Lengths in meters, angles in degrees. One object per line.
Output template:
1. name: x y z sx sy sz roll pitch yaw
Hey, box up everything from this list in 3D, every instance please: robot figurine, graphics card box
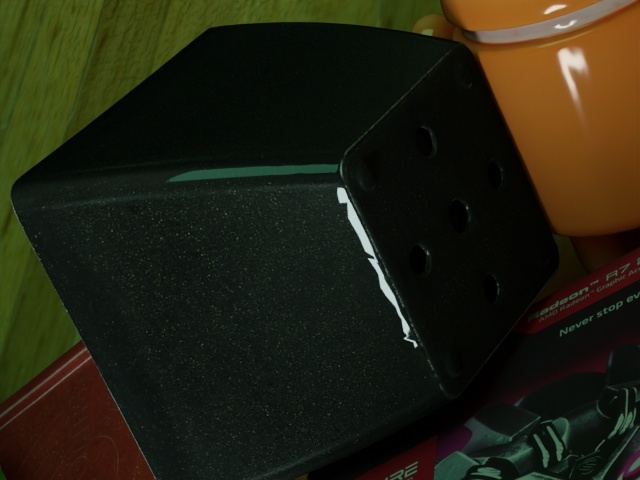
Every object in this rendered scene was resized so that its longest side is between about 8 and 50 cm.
1. robot figurine: 0.132 -0.089 0.968 0.128 0.219 0.158 -28 22 -12
2. graphics card box: 0.094 0.157 0.830 0.233 0.094 0.371 -29 24 22

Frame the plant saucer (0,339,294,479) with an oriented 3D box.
1. plant saucer: -0.123 0.143 1.094 0.259 0.048 0.258 -38 37 28

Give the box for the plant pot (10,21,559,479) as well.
1. plant pot: 0.000 0.000 0.949 0.167 0.187 0.188 -10 24 40

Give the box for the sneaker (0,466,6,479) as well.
1. sneaker: -0.290 0.180 1.122 0.483 0.185 0.202 -130 57 -73
